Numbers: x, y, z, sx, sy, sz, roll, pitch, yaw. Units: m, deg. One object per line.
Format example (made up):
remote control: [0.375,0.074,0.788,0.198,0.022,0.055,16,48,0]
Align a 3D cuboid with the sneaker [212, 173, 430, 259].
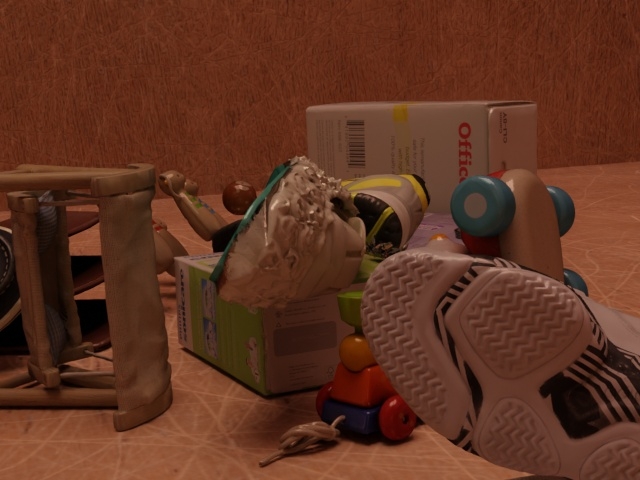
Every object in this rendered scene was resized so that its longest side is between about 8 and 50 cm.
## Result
sneaker: [0.000,0.000,1.626,0.385,0.145,0.147,-11,15,44]

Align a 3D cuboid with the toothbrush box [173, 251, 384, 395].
toothbrush box: [-0.032,0.083,1.365,0.206,0.122,0.283,-6,8,-25]

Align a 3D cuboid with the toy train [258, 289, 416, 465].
toy train: [0.037,0.111,1.074,0.248,0.143,0.105,-11,11,-43]

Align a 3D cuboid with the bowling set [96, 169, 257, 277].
bowling set: [-0.212,-0.052,1.787,0.200,0.154,0.287,-41,-7,-3]

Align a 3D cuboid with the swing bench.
swing bench: [-0.268,0.049,1.226,0.255,0.253,0.165,2,10,27]

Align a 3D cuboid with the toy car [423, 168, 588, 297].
toy car: [0.181,0.029,1.449,0.238,0.210,0.219,-12,-8,34]

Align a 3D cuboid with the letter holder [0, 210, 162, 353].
letter holder: [-0.352,0.050,1.594,0.215,0.152,0.302,0,9,8]

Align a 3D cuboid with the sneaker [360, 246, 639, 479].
sneaker: [0.211,0.107,0.874,0.366,0.137,0.210,24,9,11]

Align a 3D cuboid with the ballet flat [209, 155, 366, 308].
ballet flat: [-0.012,-0.011,1.192,0.147,0.146,0.409,-2,12,5]

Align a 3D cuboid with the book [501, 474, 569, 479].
book: [0.148,0.207,0.800,0.096,0.035,0.144,-6,10,4]

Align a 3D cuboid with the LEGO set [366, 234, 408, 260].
LEGO set: [0.078,0.017,1.324,0.054,0.023,0.083,-2,20,-3]

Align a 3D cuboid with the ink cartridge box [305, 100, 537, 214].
ink cartridge box: [0.173,-0.099,1.964,0.385,0.279,0.160,6,11,41]

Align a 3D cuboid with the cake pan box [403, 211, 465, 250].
cake pan box: [0.127,0.026,1.717,0.246,0.070,0.267,-20,16,-32]

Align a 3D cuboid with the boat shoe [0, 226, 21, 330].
boat shoe: [-0.570,0.074,1.298,0.500,0.186,0.156,-12,-26,-22]
